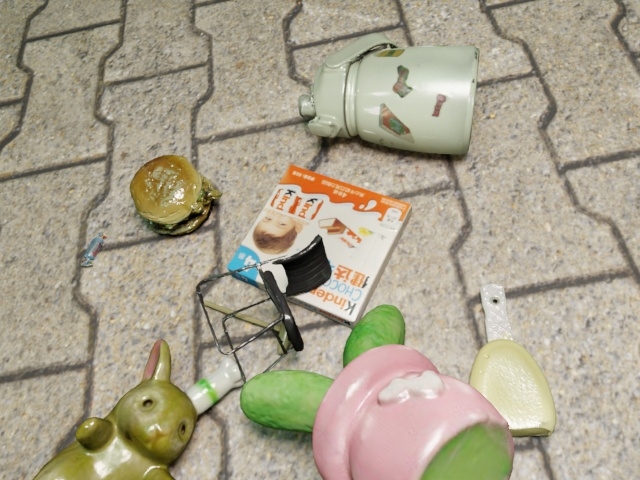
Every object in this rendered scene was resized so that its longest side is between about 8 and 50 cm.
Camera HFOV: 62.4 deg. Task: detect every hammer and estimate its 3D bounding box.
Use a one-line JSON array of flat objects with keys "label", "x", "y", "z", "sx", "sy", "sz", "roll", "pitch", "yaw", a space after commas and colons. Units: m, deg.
[{"label": "hammer", "x": -0.139, "y": 0.153, "z": 0.971, "sx": 0.195, "sy": 0.028, "sz": 0.060, "roll": 15, "pitch": 71, "yaw": 21}]

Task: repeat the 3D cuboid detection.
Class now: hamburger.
[{"label": "hamburger", "x": -0.288, "y": -0.091, "z": 1.069, "sx": 0.185, "sy": 0.131, "sz": 0.159, "roll": -2, "pitch": 64, "yaw": 4}]

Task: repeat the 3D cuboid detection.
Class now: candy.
[{"label": "candy", "x": -0.469, "y": 0.018, "z": 1.099, "sx": 0.030, "sy": 0.020, "sz": 0.083, "roll": 13, "pitch": 62, "yaw": 16}]

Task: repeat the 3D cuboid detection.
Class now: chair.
[{"label": "chair", "x": -0.063, "y": 0.107, "z": 0.862, "sx": 0.221, "sy": 0.140, "sz": 0.145, "roll": -26, "pitch": 55, "yaw": -8}]

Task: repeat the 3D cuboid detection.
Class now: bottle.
[{"label": "bottle", "x": 0.136, "y": -0.294, "z": 1.077, "sx": 0.351, "sy": 0.229, "sz": 0.229, "roll": 6, "pitch": 62, "yaw": 16}]

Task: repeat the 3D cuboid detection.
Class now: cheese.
[{"label": "cheese", "x": 0.295, "y": 0.187, "z": 0.863, "sx": 0.127, "sy": 0.050, "sz": 0.255, "roll": -6, "pitch": 58, "yaw": 8}]

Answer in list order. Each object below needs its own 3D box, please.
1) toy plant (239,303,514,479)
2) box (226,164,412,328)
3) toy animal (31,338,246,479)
[{"label": "toy plant", "x": 0.093, "y": 0.231, "z": 0.737, "sx": 0.317, "sy": 0.211, "sz": 0.356, "roll": -27, "pitch": 17, "yaw": -25}, {"label": "box", "x": 0.000, "y": 0.000, "z": 1.016, "sx": 0.273, "sy": 0.048, "sz": 0.265, "roll": 20, "pitch": 67, "yaw": 19}, {"label": "toy animal", "x": -0.277, "y": 0.304, "z": 0.810, "sx": 0.181, "sy": 0.180, "sz": 0.363, "roll": 45, "pitch": 78, "yaw": -14}]
